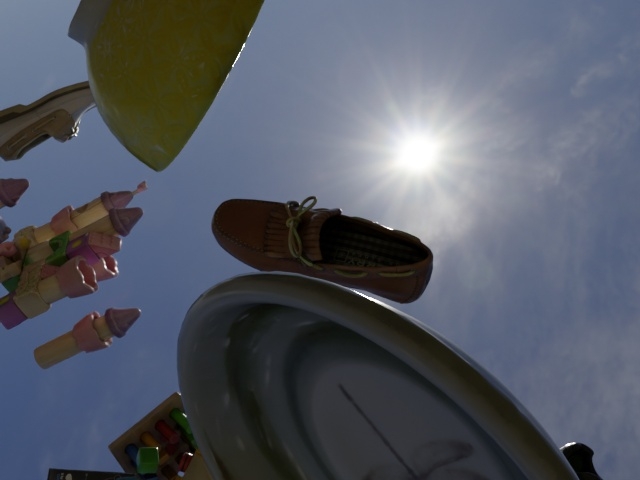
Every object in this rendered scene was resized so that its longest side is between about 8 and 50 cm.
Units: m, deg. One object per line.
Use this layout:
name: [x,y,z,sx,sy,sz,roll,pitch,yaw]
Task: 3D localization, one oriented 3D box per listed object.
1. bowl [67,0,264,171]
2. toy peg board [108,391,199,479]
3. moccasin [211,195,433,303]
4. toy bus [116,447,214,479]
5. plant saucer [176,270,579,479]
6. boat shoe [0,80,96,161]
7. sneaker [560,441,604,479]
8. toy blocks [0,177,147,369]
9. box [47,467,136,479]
bowl: [-0.184,-0.239,0.818,0.289,0.156,0.289,-49,-155,33]
toy peg board: [-0.287,0.405,1.392,0.160,0.161,0.079,-38,-141,-25]
moccasin: [-0.001,0.003,1.219,0.380,0.147,0.139,20,-120,13]
toy bus: [-0.179,0.385,1.027,0.202,0.104,0.191,-5,-133,-34]
plant saucer: [0.056,0.181,0.565,0.400,0.401,0.100,9,-146,42]
boat shoe: [-0.573,-0.265,1.603,0.302,0.103,0.113,-21,-176,4]
sneaker: [0.327,0.331,0.938,0.170,0.063,0.075,-76,-170,-46]
toy blocks: [-0.423,0.001,1.252,0.260,0.309,0.289,-26,-147,4]
box: [-0.395,0.482,1.249,0.142,0.247,0.163,7,-113,-14]
